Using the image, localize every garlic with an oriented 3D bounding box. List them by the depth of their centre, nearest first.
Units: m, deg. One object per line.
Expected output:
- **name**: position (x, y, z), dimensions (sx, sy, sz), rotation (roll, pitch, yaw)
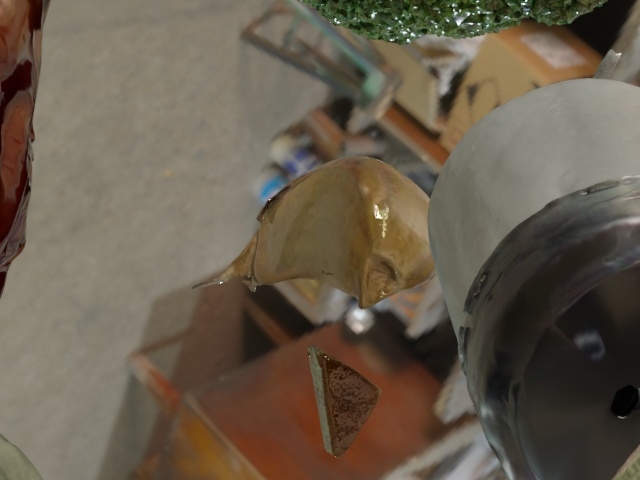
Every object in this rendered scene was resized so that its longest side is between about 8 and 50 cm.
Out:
- **garlic**: position (0.002, -0.009, 1.572), dimensions (0.196, 0.338, 0.151), rotation (-43, 118, -30)

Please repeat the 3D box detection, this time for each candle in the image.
- **candle**: position (0.187, 0.022, 0.903), dimensions (0.221, 0.221, 0.342), rotation (-55, -162, 19)

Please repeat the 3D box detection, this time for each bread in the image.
- **bread**: position (0.025, 0.146, 1.274), dimensions (0.062, 0.109, 0.043), rotation (-13, -176, -16)

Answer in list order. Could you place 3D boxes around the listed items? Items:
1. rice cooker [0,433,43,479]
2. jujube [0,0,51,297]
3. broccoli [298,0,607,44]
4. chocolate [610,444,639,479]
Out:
- **rice cooker**: position (-0.270, 0.229, 0.688), dimensions (0.277, 0.288, 0.288), rotation (-2, 132, -47)
- **jujube**: position (-0.180, -0.030, 0.414), dimensions (0.197, 0.197, 0.290), rotation (96, 9, -56)
- **broccoli**: position (0.089, -0.299, 1.029), dimensions (0.310, 0.413, 0.321), rotation (-40, 121, 0)
- **chocolate**: position (0.211, 0.183, 0.603), dimensions (0.221, 0.147, 0.221), rotation (-49, -168, 15)
